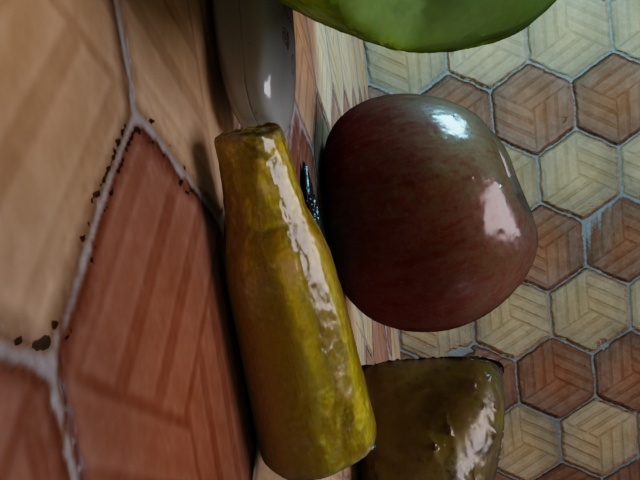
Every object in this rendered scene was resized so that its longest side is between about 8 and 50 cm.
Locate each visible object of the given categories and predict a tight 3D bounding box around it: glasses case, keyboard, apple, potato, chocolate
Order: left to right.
[{"bbox_3d":[-0.046,-0.164,0.546,0.074,0.049,0.193,46,39,-74],"label":"glasses case"},{"bbox_3d":[-0.019,0.037,0.492,0.085,0.086,0.219,-78,159,-68],"label":"chocolate"},{"bbox_3d":[0.000,0.000,0.920,0.198,0.010,0.063,75,9,-49],"label":"keyboard"},{"bbox_3d":[0.143,0.300,1.071,0.229,0.229,0.266,72,18,-57],"label":"potato"},{"bbox_3d":[0.147,-0.045,1.084,0.345,0.269,0.345,-7,90,-82],"label":"apple"}]

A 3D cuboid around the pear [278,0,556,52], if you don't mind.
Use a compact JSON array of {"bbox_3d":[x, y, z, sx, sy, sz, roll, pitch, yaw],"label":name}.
[{"bbox_3d":[0.068,-0.258,0.463,0.238,0.342,0.318,40,-3,26],"label":"pear"}]
